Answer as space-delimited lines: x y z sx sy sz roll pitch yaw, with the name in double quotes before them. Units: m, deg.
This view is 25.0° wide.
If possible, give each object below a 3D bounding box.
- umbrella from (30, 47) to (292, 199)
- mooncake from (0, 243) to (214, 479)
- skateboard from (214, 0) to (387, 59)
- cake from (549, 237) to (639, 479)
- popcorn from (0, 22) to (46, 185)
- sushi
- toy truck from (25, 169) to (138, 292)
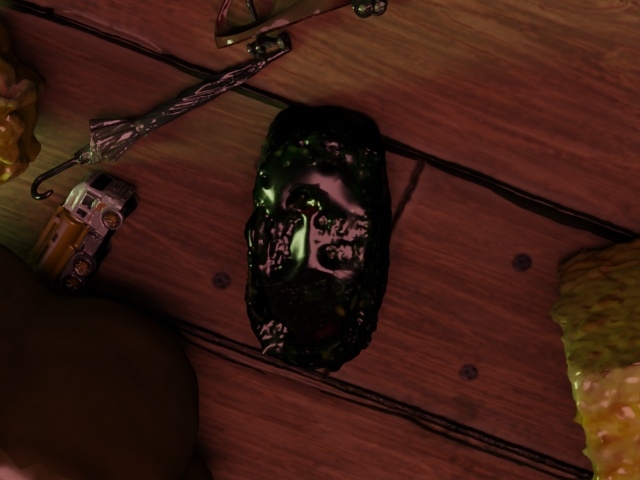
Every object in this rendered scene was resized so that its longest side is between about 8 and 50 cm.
"umbrella" -0.147 -0.114 1.274 0.269 0.044 0.044 -30 138 8
"mooncake" -0.328 0.230 1.305 0.467 0.262 0.467 5 126 7
"skateboard" -0.025 -0.204 1.206 0.151 0.067 0.080 -18 96 15
"cake" 0.338 0.156 1.244 0.227 0.222 0.286 -13 113 12
"popcorn" -0.297 -0.116 1.235 0.126 0.126 0.145 -25 86 8
"sushi" 0.000 0.000 1.258 0.124 0.127 0.225 5 113 3
"toy truck" -0.220 -0.006 1.316 0.063 0.052 0.123 33 115 -3
